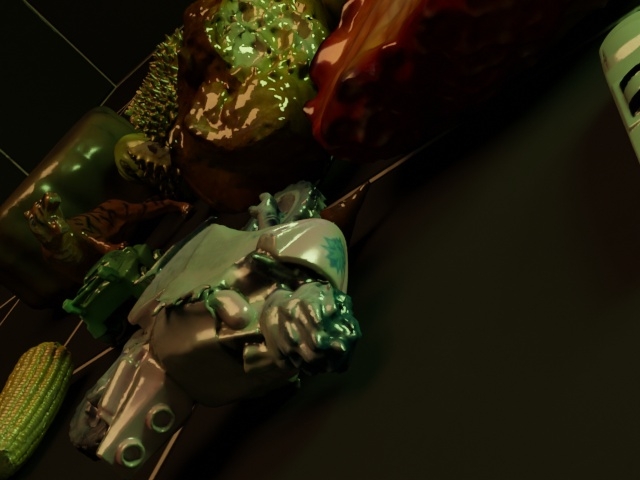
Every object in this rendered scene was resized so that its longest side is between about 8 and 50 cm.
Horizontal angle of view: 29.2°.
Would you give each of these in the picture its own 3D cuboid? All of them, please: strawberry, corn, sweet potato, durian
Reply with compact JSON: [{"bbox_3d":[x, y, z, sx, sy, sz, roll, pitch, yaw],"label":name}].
[{"bbox_3d":[0.127,-0.188,0.925,0.336,0.149,0.265,-52,20,18],"label":"strawberry"},{"bbox_3d":[-0.303,0.173,1.253,0.085,0.063,0.165,-26,25,29],"label":"corn"},{"bbox_3d":[0.000,0.000,0.926,0.117,0.049,0.049,-51,16,-3],"label":"sweet potato"},{"bbox_3d":[-0.112,-0.161,1.416,0.138,0.193,0.237,-11,50,32],"label":"durian"}]

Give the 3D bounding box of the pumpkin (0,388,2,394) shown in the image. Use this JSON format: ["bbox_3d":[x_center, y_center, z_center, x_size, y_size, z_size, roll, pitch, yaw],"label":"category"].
[{"bbox_3d":[-0.474,0.202,1.325,0.256,0.225,0.303,-48,17,12],"label":"pumpkin"}]

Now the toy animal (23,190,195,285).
[{"bbox_3d":[-0.248,-0.015,1.467,0.114,0.116,0.255,-55,-9,26],"label":"toy animal"}]

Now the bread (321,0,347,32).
[{"bbox_3d":[0.127,-0.355,1.227,0.251,0.208,0.376,-29,26,58],"label":"bread"}]

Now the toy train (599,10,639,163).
[{"bbox_3d":[0.183,-0.082,0.667,0.043,0.047,0.207,-39,19,21],"label":"toy train"}]

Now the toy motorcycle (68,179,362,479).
[{"bbox_3d":[-0.055,0.062,0.799,0.204,0.108,0.239,20,81,59],"label":"toy motorcycle"}]

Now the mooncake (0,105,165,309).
[{"bbox_3d":[-0.341,-0.041,1.702,0.290,0.161,0.290,-43,15,14],"label":"mooncake"}]

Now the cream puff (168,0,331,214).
[{"bbox_3d":[-0.061,-0.134,1.161,0.269,0.155,0.241,-101,14,-73],"label":"cream puff"}]

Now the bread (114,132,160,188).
[{"bbox_3d":[-0.198,-0.102,1.581,0.139,0.130,0.071,-117,29,-81],"label":"bread"}]

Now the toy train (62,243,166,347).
[{"bbox_3d":[-0.213,0.048,1.301,0.099,0.081,0.149,-43,16,13],"label":"toy train"}]
